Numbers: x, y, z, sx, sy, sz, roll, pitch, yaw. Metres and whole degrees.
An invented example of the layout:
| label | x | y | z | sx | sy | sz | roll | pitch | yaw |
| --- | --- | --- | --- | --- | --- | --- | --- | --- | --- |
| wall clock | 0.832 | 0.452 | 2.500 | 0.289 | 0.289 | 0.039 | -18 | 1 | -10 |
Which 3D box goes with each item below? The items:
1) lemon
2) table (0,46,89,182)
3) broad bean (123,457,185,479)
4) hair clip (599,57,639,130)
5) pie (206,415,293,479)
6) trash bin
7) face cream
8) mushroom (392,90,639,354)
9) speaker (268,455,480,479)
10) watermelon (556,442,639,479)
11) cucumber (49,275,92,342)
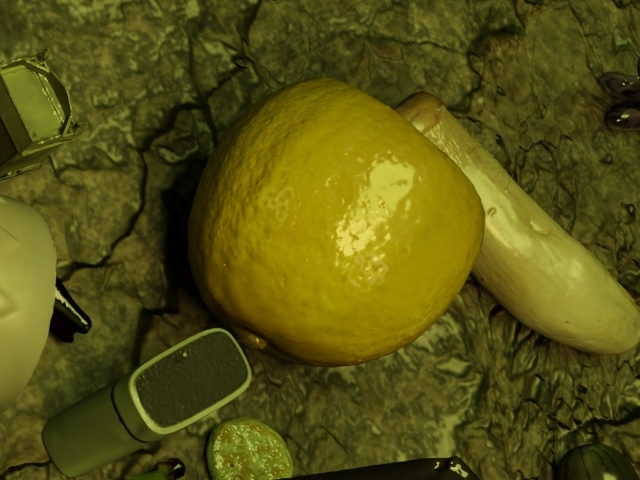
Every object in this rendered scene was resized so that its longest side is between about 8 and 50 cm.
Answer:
| label | x | y | z | sx | sy | sz | roll | pitch | yaw |
| --- | --- | --- | --- | --- | --- | --- | --- | --- | --- |
| lemon | 0.000 | 0.000 | 1.583 | 0.240 | 0.240 | 0.219 | 42 | 77 | -17 |
| table | -0.239 | -0.100 | 1.523 | 0.062 | 0.083 | 0.079 | -24 | 85 | -43 |
| broad bean | -0.186 | 0.253 | 1.426 | 0.060 | 0.043 | 0.297 | 53 | 44 | -21 |
| hair clip | 0.410 | -0.147 | 2.103 | 0.278 | 0.090 | 0.137 | 15 | 60 | -40 |
| pie | -0.060 | 0.183 | 1.584 | 0.085 | 0.017 | 0.085 | 17 | 60 | -33 |
| trash bin | -0.134 | 0.126 | 1.470 | 0.116 | 0.130 | 0.059 | -26 | 88 | -45 |
| face cream | -0.307 | 0.033 | 1.338 | 0.195 | 0.175 | 0.175 | 15 | 60 | -34 |
| mushroom | 0.182 | -0.008 | 1.834 | 0.351 | 0.095 | 0.123 | 44 | 30 | -17 |
| speaker | 0.102 | 0.340 | 1.447 | 0.388 | 0.180 | 0.184 | 50 | 40 | -38 |
| watermelon | 0.264 | 0.241 | 1.790 | 0.078 | 0.078 | 0.110 | -33 | 93 | -44 |
| cucumber | -0.231 | 0.025 | 1.507 | 0.135 | 0.033 | 0.034 | 49 | 14 | -13 |
